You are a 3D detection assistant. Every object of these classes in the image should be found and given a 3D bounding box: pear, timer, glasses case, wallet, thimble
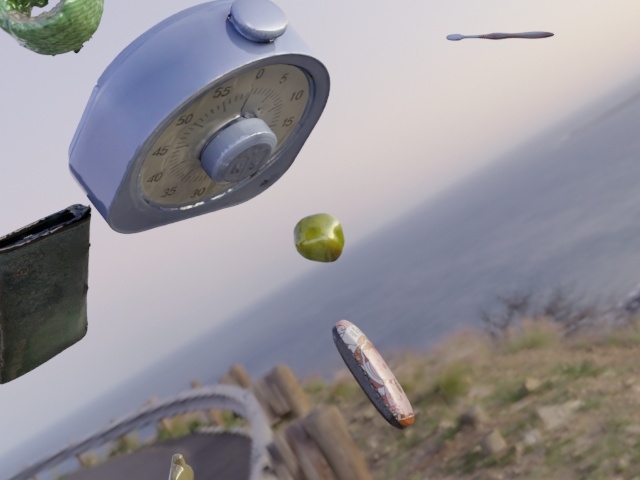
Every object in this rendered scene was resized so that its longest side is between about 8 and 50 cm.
[{"bbox_3d":[0.000,0.000,1.959,0.092,0.097,0.092,-30,-25,-16],"label":"pear"},{"bbox_3d":[-0.150,-0.181,1.593,0.395,0.173,0.395,-32,-21,-14],"label":"timer"},{"bbox_3d":[0.111,0.285,2.352,0.067,0.266,0.103,-36,-13,10],"label":"glasses case"},{"bbox_3d":[-0.457,0.095,1.790,0.191,0.046,0.379,-28,-25,-28],"label":"wallet"},{"bbox_3d":[-0.531,-0.475,2.151,0.219,0.219,0.150,-31,-17,5],"label":"thimble"}]

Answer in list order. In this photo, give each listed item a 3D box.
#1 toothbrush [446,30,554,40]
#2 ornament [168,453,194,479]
[{"bbox_3d":[0.315,-0.359,1.938,0.193,0.013,0.019,3,6,24],"label":"toothbrush"},{"bbox_3d":[-0.255,0.536,2.002,0.061,0.244,0.230,-3,28,11],"label":"ornament"}]
